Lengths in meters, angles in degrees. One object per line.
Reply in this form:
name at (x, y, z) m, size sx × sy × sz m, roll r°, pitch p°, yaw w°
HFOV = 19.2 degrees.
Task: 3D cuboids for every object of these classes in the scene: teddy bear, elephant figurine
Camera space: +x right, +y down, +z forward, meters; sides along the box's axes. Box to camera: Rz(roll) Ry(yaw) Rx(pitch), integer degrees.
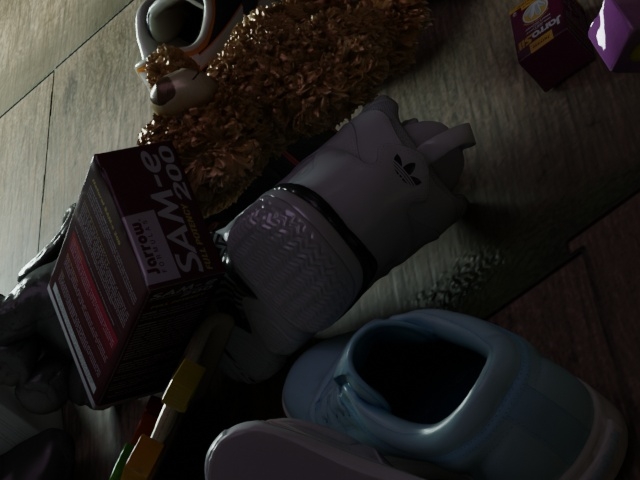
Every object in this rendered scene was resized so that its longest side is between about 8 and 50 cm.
teddy bear at (-0.046, -0.153, 1.701) m, size 0.338 × 0.113 × 0.245 m, roll -30°, pitch 39°, yaw -23°
elephant figurine at (-0.240, 0.050, 1.883) m, size 0.186 × 0.169 × 0.239 m, roll -6°, pitch 26°, yaw 14°

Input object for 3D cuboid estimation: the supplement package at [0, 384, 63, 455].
supplement package at (-0.396, 0.178, 1.883) m, size 0.203 × 0.194 × 0.149 m, roll -41°, pitch 29°, yaw 14°

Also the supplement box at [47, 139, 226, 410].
supplement box at (-0.159, 0.033, 1.593) m, size 0.130 × 0.073 × 0.239 m, roll 66°, pitch 154°, yaw 20°

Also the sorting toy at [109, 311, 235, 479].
sorting toy at (-0.141, 0.164, 1.548) m, size 0.229 × 0.041 × 0.307 m, roll -63°, pitch -1°, yaw -26°

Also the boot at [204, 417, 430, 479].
boot at (0.053, 0.186, 1.286) m, size 0.095 × 0.258 × 0.123 m, roll -65°, pitch -12°, yaw 10°

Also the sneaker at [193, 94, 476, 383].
sneaker at (0.000, 0.000, 1.609) m, size 0.210 × 0.137 × 0.366 m, roll -38°, pitch 2°, yaw -24°

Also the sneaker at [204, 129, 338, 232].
sneaker at (-0.087, -0.080, 1.846) m, size 0.313 × 0.116 × 0.136 m, roll -17°, pitch 37°, yaw 42°

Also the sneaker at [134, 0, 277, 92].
sneaker at (-0.116, -0.263, 2.096) m, size 0.126 × 0.127 × 0.321 m, roll -29°, pitch 33°, yaw 36°

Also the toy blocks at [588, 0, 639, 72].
toy blocks at (0.355, -0.202, 1.306) m, size 0.289 × 0.260 × 0.309 m, roll -62°, pitch 40°, yaw 45°

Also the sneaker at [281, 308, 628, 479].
sneaker at (0.062, 0.096, 1.384) m, size 0.366 × 0.150 × 0.135 m, roll 2°, pitch 56°, yaw 56°

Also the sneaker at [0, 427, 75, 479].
sneaker at (-0.349, 0.265, 1.783) m, size 0.286 × 0.130 × 0.109 m, roll -41°, pitch 28°, yaw 14°

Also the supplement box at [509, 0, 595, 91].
supplement box at (0.198, -0.177, 1.631) m, size 0.055 × 0.043 × 0.083 m, roll -34°, pitch 32°, yaw 23°

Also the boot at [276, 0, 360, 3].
boot at (0.067, -0.258, 1.858) m, size 0.207 × 0.094 × 0.246 m, roll -7°, pitch 43°, yaw 56°
